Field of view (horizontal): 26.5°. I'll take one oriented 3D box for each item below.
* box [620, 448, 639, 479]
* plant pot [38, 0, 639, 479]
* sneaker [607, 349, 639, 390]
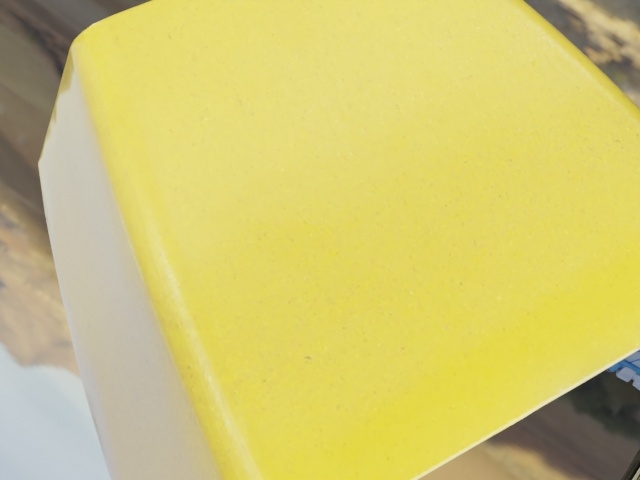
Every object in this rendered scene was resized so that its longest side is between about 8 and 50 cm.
[{"bbox_3d":[0.422,0.124,0.609,0.480,0.471,0.297,31,172,21],"label":"box"},{"bbox_3d":[0.000,0.000,0.537,0.187,0.212,0.212,61,157,8],"label":"plant pot"},{"bbox_3d":[0.264,0.078,1.022,0.191,0.083,0.071,42,-149,15],"label":"sneaker"}]
